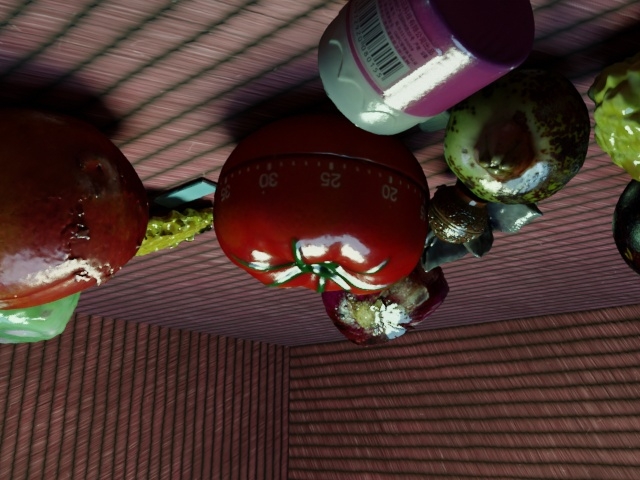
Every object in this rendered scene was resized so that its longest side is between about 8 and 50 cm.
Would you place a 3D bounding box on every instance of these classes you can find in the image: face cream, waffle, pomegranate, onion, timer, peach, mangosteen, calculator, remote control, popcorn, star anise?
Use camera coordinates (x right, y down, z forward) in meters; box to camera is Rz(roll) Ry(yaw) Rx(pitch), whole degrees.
[{"bbox_3d":[0.115,-0.233,0.724,0.175,0.175,0.195,11,160,-32],"label":"face cream"},{"bbox_3d":[-0.394,-0.009,1.496,0.307,0.060,0.312,-18,178,-11],"label":"waffle"},{"bbox_3d":[0.278,-0.145,0.915,0.214,0.214,0.248,-10,-166,29],"label":"pomegranate"},{"bbox_3d":[0.157,0.109,1.685,0.337,0.260,0.282,-30,-175,41],"label":"onion"},{"bbox_3d":[0.003,-0.059,1.111,0.378,0.279,0.378,3,163,1],"label":"timer"},{"bbox_3d":[-0.476,-0.048,1.043,0.370,0.370,0.370,0,162,0],"label":"peach"},{"bbox_3d":[0.715,-0.042,1.221,0.288,0.288,0.288,0,162,0],"label":"mangosteen"},{"bbox_3d":[-0.297,-0.103,1.394,0.172,0.018,0.057,-14,159,38],"label":"calculator"},{"bbox_3d":[0.176,-0.214,1.019,0.074,0.032,0.122,-10,159,30],"label":"remote control"},{"bbox_3d":[0.479,-0.168,0.848,0.181,0.216,0.235,-36,-172,4],"label":"popcorn"},{"bbox_3d":[0.293,-0.066,1.177,0.332,0.331,0.117,-19,117,46],"label":"star anise"}]

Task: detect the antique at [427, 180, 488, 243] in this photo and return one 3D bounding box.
[{"bbox_3d":[0.223,-0.042,1.023,0.104,0.104,0.104,0,162,0],"label":"antique"}]

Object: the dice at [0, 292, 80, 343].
[{"bbox_3d":[-0.710,0.044,1.361,0.330,0.322,0.318,-19,154,41],"label":"dice"}]
